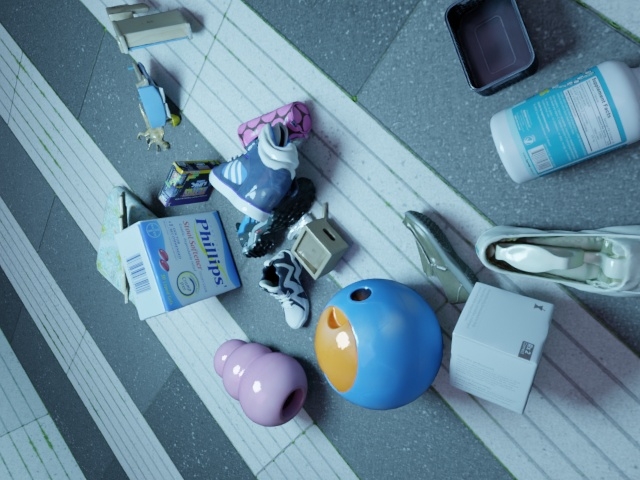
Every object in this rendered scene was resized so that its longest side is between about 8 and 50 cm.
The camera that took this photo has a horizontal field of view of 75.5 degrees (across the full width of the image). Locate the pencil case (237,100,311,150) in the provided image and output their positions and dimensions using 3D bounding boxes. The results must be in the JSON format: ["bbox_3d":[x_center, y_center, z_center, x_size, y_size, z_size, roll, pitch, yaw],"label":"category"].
[{"bbox_3d":[-0.127,-0.299,1.122,0.209,0.095,0.098,-9,108,36],"label":"pencil case"}]

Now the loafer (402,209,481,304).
[{"bbox_3d":[0.258,0.043,0.935,0.087,0.094,0.251,-40,77,27],"label":"loafer"}]

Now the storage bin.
[{"bbox_3d":[0.334,-0.391,0.808,0.122,0.084,0.180,-20,87,34],"label":"storage bin"}]

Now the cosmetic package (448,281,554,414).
[{"bbox_3d":[0.358,0.214,0.831,0.151,0.151,0.184,16,136,30],"label":"cosmetic package"}]

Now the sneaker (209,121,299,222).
[{"bbox_3d":[-0.164,-0.206,1.092,0.236,0.130,0.323,-59,38,8],"label":"sneaker"}]

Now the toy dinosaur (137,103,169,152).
[{"bbox_3d":[-0.586,-0.372,1.435,0.092,0.053,0.183,-36,87,17],"label":"toy dinosaur"}]

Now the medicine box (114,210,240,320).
[{"bbox_3d":[-0.426,0.066,1.264,0.149,0.289,0.264,-19,89,36],"label":"medicine box"}]

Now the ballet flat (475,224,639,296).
[{"bbox_3d":[0.490,0.039,0.764,0.400,0.139,0.139,5,102,32],"label":"ballet flat"}]

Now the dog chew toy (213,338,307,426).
[{"bbox_3d":[-0.198,0.405,1.247,0.331,0.206,0.207,21,110,36],"label":"dog chew toy"}]

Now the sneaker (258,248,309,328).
[{"bbox_3d":[-0.112,0.150,1.160,0.094,0.153,0.235,7,103,33],"label":"sneaker"}]

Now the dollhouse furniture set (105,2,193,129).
[{"bbox_3d":[-0.515,-0.562,1.335,0.286,0.198,0.303,55,157,37],"label":"dollhouse furniture set"}]

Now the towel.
[{"bbox_3d":[-0.722,0.030,1.569,0.320,0.090,0.375,34,115,22],"label":"towel"}]

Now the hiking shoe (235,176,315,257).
[{"bbox_3d":[-0.143,-0.084,1.161,0.304,0.113,0.132,-43,64,24],"label":"hiking shoe"}]

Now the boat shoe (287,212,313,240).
[{"bbox_3d":[-0.054,-0.030,1.160,0.035,0.035,0.100,49,114,18],"label":"boat shoe"}]

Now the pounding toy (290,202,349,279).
[{"bbox_3d":[0.000,0.000,1.105,0.141,0.100,0.130,49,135,18],"label":"pounding toy"}]

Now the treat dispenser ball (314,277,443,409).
[{"bbox_3d":[0.130,0.230,0.941,0.288,0.288,0.288,7,103,32],"label":"treat dispenser ball"}]

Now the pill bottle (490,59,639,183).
[{"bbox_3d":[0.454,-0.213,0.728,0.264,0.146,0.146,-21,88,33],"label":"pill bottle"}]

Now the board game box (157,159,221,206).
[{"bbox_3d":[-0.394,-0.177,1.267,0.048,0.170,0.141,45,120,16],"label":"board game box"}]

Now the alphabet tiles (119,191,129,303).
[{"bbox_3d":[-0.642,0.017,1.359,0.285,0.011,0.343,-151,61,-64],"label":"alphabet tiles"}]
